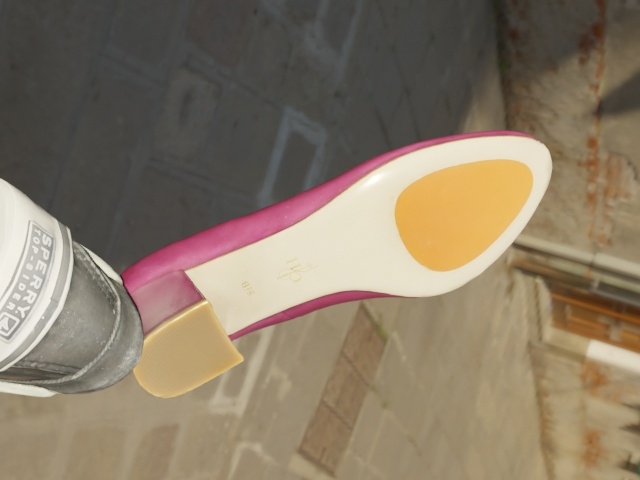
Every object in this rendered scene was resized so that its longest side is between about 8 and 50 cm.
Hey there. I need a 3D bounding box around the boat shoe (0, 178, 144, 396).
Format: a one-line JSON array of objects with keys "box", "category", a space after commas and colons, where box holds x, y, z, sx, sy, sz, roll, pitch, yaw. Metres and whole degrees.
[{"box": [-0.202, 0.010, 0.506, 0.102, 0.301, 0.108, 41, 66, -46], "category": "boat shoe"}]

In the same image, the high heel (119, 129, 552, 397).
[{"box": [0.000, 0.000, 0.554, 0.244, 0.117, 0.082, -32, 113, -7], "category": "high heel"}]
